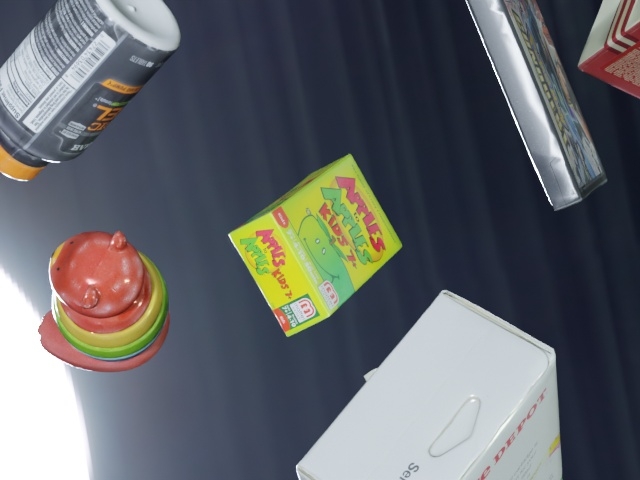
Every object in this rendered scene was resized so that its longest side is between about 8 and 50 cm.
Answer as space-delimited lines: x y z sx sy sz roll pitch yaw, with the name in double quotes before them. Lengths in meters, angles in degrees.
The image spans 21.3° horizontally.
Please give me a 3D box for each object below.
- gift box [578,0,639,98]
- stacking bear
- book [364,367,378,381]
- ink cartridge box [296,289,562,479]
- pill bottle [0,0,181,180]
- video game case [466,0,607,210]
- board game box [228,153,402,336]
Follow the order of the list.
"gift box" 0.435 -0.260 1.643 0.255 0.258 0.276 25 166 -12
"stacking bear" -0.280 0.068 2.215 0.164 0.175 0.289 29 165 6
"book" 0.132 0.186 2.098 0.144 0.096 0.035 -15 165 -40
"ink cartridge box" 0.077 0.157 1.082 0.093 0.154 0.212 30 156 24
"pill bottle" -0.274 -0.174 1.855 0.245 0.130 0.130 -44 162 25
"video game case" 0.210 -0.171 1.693 0.035 0.275 0.248 -23 180 16
"board game box" 0.000 0.000 1.368 0.043 0.092 0.181 -28 -174 27
